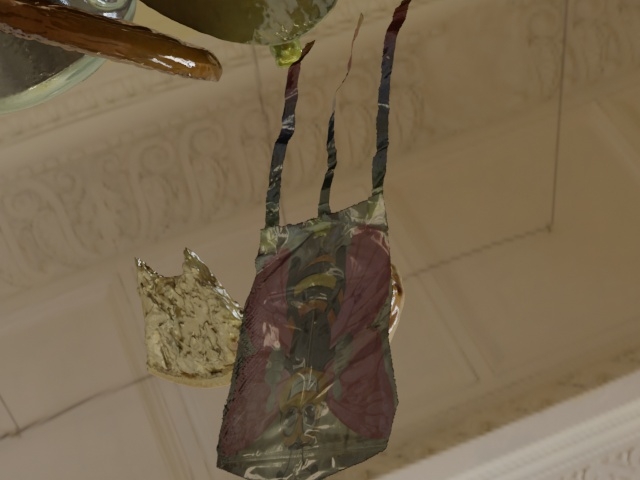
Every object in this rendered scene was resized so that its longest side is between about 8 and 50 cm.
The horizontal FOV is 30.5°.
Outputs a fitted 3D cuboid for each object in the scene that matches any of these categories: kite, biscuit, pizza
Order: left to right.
[{"bbox_3d":[-0.214,-0.195,1.095,0.262,0.037,0.262,14,-171,-2],"label":"biscuit"},{"bbox_3d":[-0.159,0.107,1.508,0.181,0.262,0.034,3,-135,13],"label":"pizza"},{"bbox_3d":[-0.003,-0.001,0.835,0.204,0.022,0.360,-20,-123,49],"label":"kite"}]

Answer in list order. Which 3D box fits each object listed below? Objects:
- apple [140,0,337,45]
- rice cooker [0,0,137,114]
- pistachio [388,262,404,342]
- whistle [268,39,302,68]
[{"bbox_3d":[-0.067,-0.363,1.050,0.311,0.360,0.320,-45,-165,-13],"label":"apple"},{"bbox_3d":[-0.364,-0.311,1.287,0.288,0.277,0.288,-14,-139,13],"label":"rice cooker"},{"bbox_3d":[0.014,0.086,1.409,0.157,0.157,0.229,25,-119,26],"label":"pistachio"},{"bbox_3d":[-0.062,-0.288,1.416,0.104,0.057,0.198,6,-135,-32],"label":"whistle"}]
